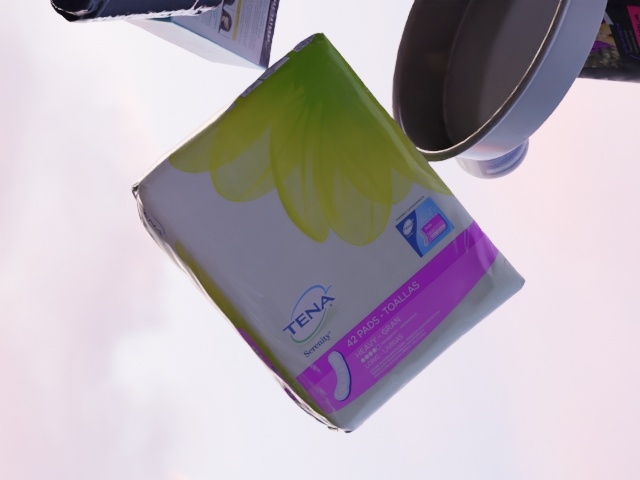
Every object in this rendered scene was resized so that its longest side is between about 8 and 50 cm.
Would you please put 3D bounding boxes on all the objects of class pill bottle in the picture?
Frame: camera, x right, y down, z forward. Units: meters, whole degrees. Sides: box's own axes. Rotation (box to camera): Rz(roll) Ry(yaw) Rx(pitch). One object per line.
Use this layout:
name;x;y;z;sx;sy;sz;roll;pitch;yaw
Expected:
pill bottle;0.184;-0.143;2.083;0.094;0.094;0.169;62;3;25

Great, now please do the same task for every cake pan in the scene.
cake pan;0.165;-0.200;1.640;0.293;0.054;0.293;-45;-147;42

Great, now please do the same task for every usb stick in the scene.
usb stick;-0.122;-0.196;1.300;0.045;0.278;0.077;20;-77;12

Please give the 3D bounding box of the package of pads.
package of pads;0.000;0.000;1.608;0.296;0.229;0.101;51;-9;-4

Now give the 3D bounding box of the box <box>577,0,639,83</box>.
box;0.337;-0.282;2.043;0.270;0.165;0.143;8;-31;22

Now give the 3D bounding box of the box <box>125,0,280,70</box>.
box;-0.104;-0.223;1.613;0.060;0.244;0.101;9;-92;18
